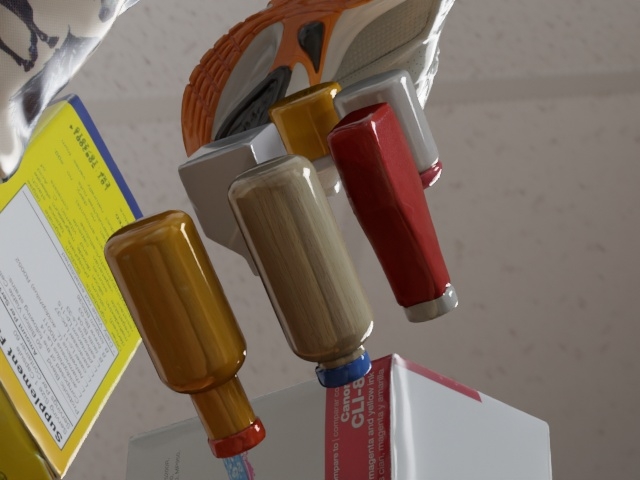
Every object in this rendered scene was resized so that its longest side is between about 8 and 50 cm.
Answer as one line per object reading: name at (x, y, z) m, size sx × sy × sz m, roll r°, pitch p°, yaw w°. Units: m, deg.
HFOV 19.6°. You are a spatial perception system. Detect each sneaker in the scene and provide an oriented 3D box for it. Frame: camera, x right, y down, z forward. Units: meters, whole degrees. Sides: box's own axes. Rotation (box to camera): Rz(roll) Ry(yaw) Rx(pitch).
sneaker at (0.035, -0.130, 1.063) m, size 0.121 × 0.099 × 0.262 m, roll 17°, pitch -57°, yaw -47°

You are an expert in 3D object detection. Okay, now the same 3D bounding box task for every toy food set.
toy food set at (0.000, 0.000, 0.846) m, size 0.111 × 0.232 × 0.104 m, roll -17°, pitch -77°, yaw 21°

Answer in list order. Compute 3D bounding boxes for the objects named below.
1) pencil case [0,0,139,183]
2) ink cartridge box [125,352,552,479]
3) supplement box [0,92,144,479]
pencil case at (-0.166, -0.225, 1.312) m, size 0.410 × 0.160 × 0.183 m, roll -51°, pitch -25°, yaw -18°
ink cartridge box at (0.006, 0.148, 0.888) m, size 0.176 × 0.127 × 0.128 m, roll -20°, pitch -32°, yaw 36°
supplement box at (-0.278, 0.054, 1.459) m, size 0.195 × 0.356 × 0.194 m, roll -21°, pitch -73°, yaw 18°
